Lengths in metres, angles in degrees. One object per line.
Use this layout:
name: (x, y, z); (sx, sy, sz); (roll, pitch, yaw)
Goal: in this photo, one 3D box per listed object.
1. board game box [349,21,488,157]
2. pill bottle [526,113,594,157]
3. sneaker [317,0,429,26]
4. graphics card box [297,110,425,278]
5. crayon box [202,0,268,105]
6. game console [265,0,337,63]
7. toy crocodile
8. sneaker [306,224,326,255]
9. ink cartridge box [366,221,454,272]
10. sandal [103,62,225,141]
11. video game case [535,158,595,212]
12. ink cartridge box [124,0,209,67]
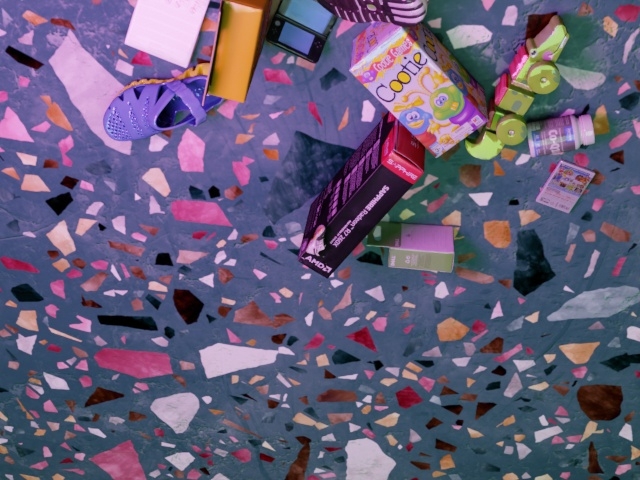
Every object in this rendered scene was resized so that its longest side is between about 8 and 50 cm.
board game box: (0.206, -0.335, 1.820); (0.142, 0.144, 0.275); (-36, 117, 28)
pill bottle: (0.522, -0.230, 1.903); (0.137, 0.078, 0.078); (-10, 126, 14)
sneaker: (0.121, -0.515, 1.726); (0.281, 0.163, 0.106); (23, 158, 33)
graphics card box: (0.094, -0.113, 1.951); (0.094, 0.233, 0.371); (32, 124, -15)
crayon box: (-0.151, -0.409, 1.697); (0.081, 0.319, 0.202); (14, 128, -4)
game console: (-0.037, -0.447, 1.814); (0.122, 0.107, 0.071); (24, 155, -10)
toy crocodile: (0.412, -0.314, 1.828); (0.105, 0.115, 0.341); (20, 128, -8)
sneaker: (0.000, 0.000, 1.891); (0.036, 0.032, 0.083); (25, 134, -6)
ink cartridge box: (0.216, 0.013, 2.110); (0.209, 0.109, 0.062); (5, 127, 4)
sandal: (-0.352, -0.291, 1.932); (0.317, 0.138, 0.126); (-18, 125, 22)
video game case: (0.566, -0.125, 2.021); (0.087, 0.011, 0.122); (19, 128, -7)
ink cartridge box: (-0.322, -0.477, 1.856); (0.145, 0.045, 0.179); (21, 109, -8)
